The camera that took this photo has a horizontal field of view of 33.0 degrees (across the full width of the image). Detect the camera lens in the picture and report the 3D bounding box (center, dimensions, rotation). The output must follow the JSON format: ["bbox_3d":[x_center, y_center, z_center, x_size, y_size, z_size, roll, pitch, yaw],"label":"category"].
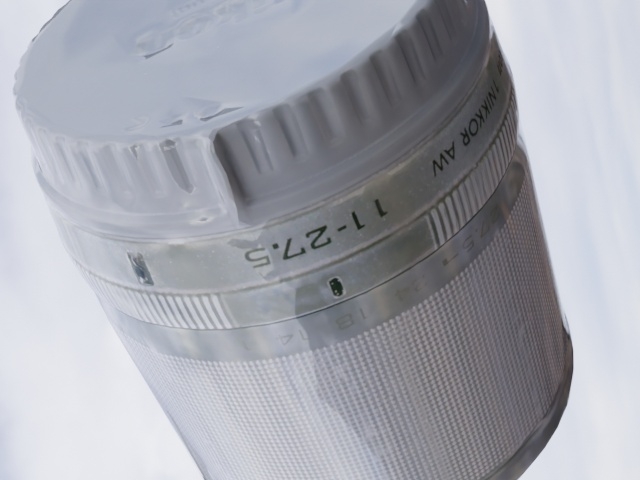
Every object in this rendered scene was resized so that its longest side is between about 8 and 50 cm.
[{"bbox_3d":[0.000,0.000,0.538,0.219,0.219,0.274,-80,-25,-48],"label":"camera lens"}]
